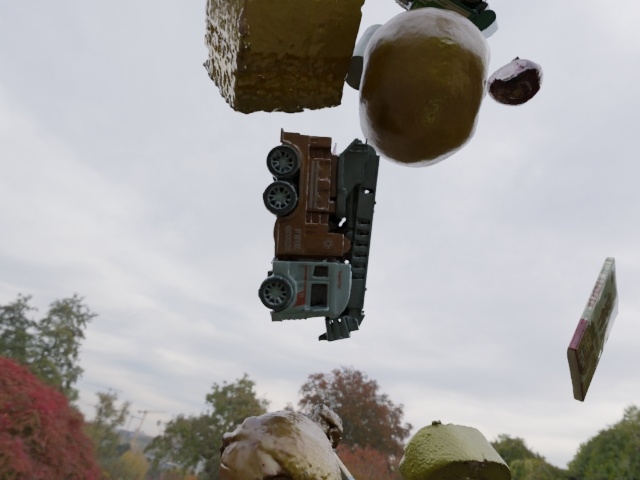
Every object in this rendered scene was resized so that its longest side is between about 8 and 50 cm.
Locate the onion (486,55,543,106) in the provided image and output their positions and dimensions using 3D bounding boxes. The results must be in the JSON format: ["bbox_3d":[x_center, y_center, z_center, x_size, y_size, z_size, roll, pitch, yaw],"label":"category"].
[{"bbox_3d":[0.663,-0.537,1.401,0.173,0.198,0.135,-6,-51,39],"label":"onion"}]

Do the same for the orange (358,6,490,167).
[{"bbox_3d":[0.188,-0.275,0.763,0.235,0.279,0.279,3,-32,10],"label":"orange"}]

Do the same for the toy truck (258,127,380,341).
[{"bbox_3d":[0.000,0.000,0.684,0.184,0.339,0.133,2,-1,0],"label":"toy truck"}]

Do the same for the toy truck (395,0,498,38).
[{"bbox_3d":[0.259,-0.509,0.873,0.253,0.114,0.124,38,-66,14],"label":"toy truck"}]

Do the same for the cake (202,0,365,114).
[{"bbox_3d":[-0.072,-0.397,0.713,0.222,0.227,0.286,-13,-42,-28],"label":"cake"}]

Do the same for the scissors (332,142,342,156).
[{"bbox_3d":[0.049,-0.326,1.645,0.020,0.187,0.134,-18,-62,31],"label":"scissors"}]

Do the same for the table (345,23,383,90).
[{"bbox_3d":[0.169,-0.628,1.415,0.126,0.220,0.126,18,-34,13],"label":"table"}]

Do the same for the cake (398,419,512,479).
[{"bbox_3d":[0.332,0.563,1.031,0.260,0.179,0.156,22,10,-23],"label":"cake"}]

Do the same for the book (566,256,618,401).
[{"bbox_3d":[0.517,0.166,0.779,0.022,0.232,0.162,13,-40,46],"label":"book"}]

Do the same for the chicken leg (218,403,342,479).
[{"bbox_3d":[-0.019,0.212,0.422,0.087,0.107,0.251,-36,-16,4],"label":"chicken leg"}]

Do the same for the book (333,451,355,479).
[{"bbox_3d":[0.022,0.470,0.696,0.018,0.170,0.241,16,-5,-17],"label":"book"}]
